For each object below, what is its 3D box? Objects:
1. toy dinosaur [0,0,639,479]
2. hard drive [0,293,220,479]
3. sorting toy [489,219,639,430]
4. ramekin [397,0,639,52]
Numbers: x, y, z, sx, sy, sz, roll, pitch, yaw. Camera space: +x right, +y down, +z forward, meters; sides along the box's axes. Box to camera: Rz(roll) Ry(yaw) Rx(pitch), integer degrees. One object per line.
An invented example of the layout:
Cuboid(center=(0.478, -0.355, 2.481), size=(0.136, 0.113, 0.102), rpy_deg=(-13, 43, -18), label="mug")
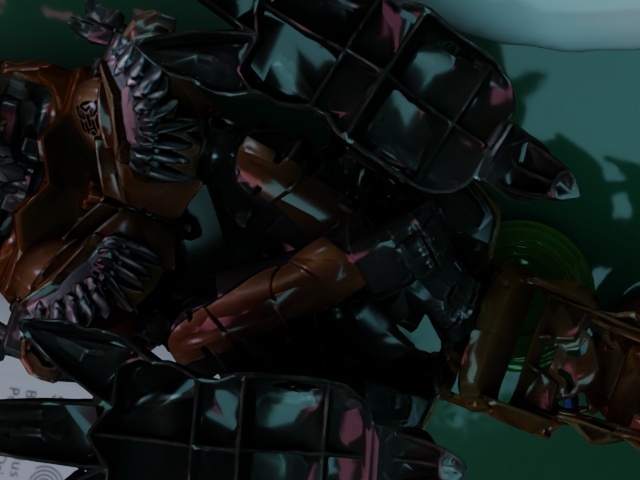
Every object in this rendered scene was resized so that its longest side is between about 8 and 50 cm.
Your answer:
Cuboid(center=(0.000, 0.000, 0.549), size=(0.322, 0.218, 0.164), rpy_deg=(-2, 85, 6), label="toy dinosaur")
Cuboid(center=(-0.200, 0.121, 0.652), size=(0.353, 0.047, 0.233), rpy_deg=(8, 80, 6), label="hard drive")
Cuboid(center=(0.089, 0.036, 0.637), size=(0.102, 0.042, 0.061), rpy_deg=(30, 94, 12), label="sorting toy")
Cuboid(center=(0.076, -0.184, 0.515), size=(0.277, 0.135, 0.277), rpy_deg=(3, 107, 8), label="ramekin")
